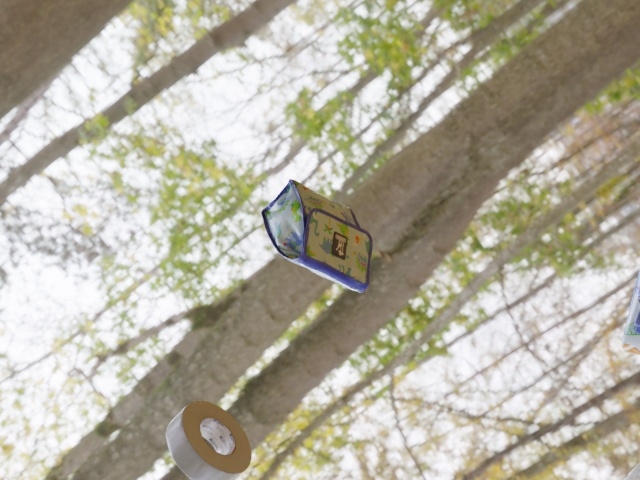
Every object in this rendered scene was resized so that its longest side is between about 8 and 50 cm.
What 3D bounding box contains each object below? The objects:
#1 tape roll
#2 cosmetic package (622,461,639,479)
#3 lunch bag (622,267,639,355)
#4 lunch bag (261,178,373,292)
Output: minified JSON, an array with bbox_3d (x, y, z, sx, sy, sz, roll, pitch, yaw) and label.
[{"bbox_3d":[-0.279,0.511,2.336,0.219,0.072,0.219,36,-156,-19],"label":"tape roll"},{"bbox_3d":[0.613,0.526,1.713,0.151,0.184,0.151,47,174,4],"label":"cosmetic package"},{"bbox_3d":[0.602,0.062,1.540,0.115,0.303,0.243,17,-163,37],"label":"lunch bag"},{"bbox_3d":[0.000,0.000,1.327,0.129,0.096,0.151,25,-150,-34],"label":"lunch bag"}]
